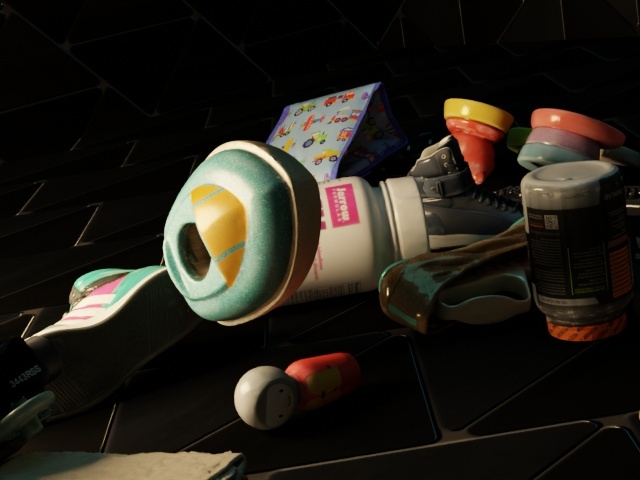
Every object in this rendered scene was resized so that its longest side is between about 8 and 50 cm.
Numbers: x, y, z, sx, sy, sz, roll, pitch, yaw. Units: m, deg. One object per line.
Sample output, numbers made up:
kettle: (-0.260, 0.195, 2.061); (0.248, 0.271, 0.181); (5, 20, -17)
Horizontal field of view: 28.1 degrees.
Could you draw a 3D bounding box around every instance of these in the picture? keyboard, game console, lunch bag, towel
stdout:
keyboard: (0.392, -0.059, 1.981); (0.317, 0.033, 0.201); (1, 18, 36)
game console: (0.191, -0.152, 2.422); (0.213, 0.044, 0.361); (-7, 17, 8)
lunch bag: (-0.011, -0.144, 2.305); (0.221, 0.138, 0.293); (-10, 27, 36)
towel: (-0.219, 0.251, 1.185); (0.282, 0.049, 0.187); (-3, 15, 25)

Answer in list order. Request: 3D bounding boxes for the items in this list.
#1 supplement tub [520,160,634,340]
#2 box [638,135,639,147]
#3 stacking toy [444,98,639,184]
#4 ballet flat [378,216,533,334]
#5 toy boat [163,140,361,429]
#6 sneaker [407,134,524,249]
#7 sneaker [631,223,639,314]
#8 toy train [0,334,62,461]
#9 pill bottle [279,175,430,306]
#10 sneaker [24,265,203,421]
supplement tub: (0.297, 0.012, 1.469); (0.117, 0.190, 0.117); (-8, 15, 2)
box: (0.603, -0.171, 2.042); (0.153, 0.108, 0.207); (8, 17, 2)
stacking toy: (0.371, -0.129, 2.160); (0.309, 0.130, 0.279); (12, -6, 45)
ballet flat: (0.240, 0.042, 1.584); (0.342, 0.116, 0.124); (-16, 36, -21)
toy boat: (-0.076, 0.049, 1.411); (0.148, 0.318, 0.267); (-13, -21, -35)
sneaker: (0.238, -0.075, 1.885); (0.226, 0.163, 0.086); (-4, 14, 14)
sneaker: (0.467, -0.009, 1.571); (0.108, 0.121, 0.302); (2, 19, 36)
toy train: (-0.400, 0.204, 1.251); (0.334, 0.142, 0.190); (-34, -10, -46)
pill bottle: (0.000, 0.000, 1.749); (0.283, 0.160, 0.160); (-10, 15, -2)
sneaker: (-0.292, 0.120, 1.575); (0.295, 0.124, 0.178); (-30, 11, -24)
